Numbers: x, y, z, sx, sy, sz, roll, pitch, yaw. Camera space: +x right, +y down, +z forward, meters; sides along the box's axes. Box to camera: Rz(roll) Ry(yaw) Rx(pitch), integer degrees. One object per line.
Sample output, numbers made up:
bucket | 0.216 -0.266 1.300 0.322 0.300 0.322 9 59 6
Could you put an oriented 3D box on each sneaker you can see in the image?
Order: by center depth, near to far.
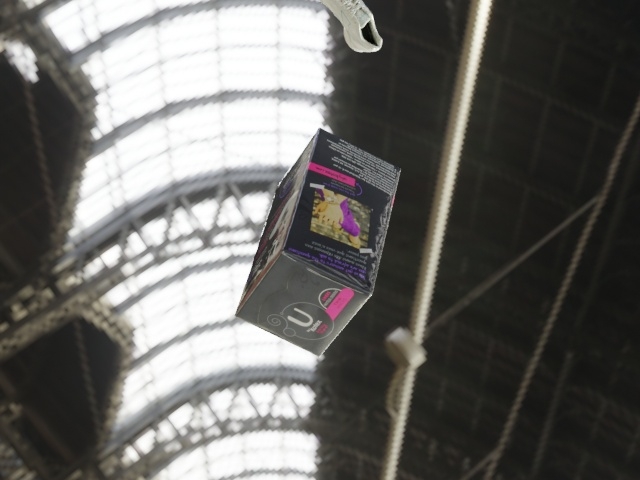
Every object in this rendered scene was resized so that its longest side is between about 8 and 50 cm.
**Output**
sneaker | 0.043 -0.330 2.008 0.152 0.053 0.061 53 -12 -27

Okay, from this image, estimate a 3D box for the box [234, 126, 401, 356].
box | 0.000 0.000 2.014 0.143 0.270 0.165 27 -45 -10
